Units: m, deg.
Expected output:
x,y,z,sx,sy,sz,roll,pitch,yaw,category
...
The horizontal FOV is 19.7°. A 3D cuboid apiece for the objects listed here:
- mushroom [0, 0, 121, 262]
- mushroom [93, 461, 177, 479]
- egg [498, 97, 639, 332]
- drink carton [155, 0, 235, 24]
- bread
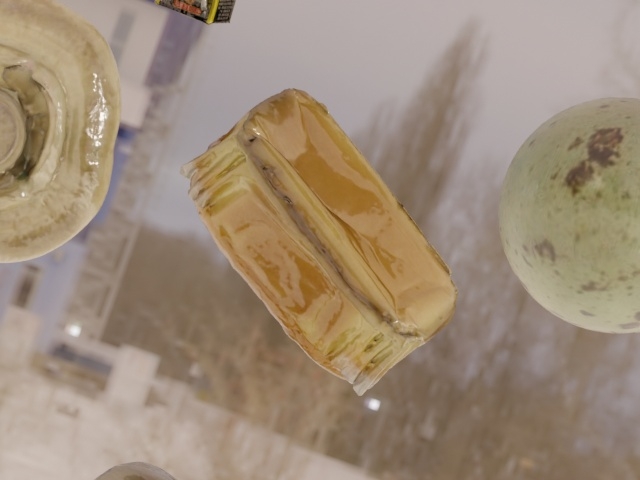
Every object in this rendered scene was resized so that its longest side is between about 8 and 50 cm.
x,y,z,sx,sy,sz,roll,pitch,yaw,category
-0.297,-0.108,1.681,0.260,0.254,0.234,43,-1,-16,mushroom
-0.133,0.256,1.594,0.247,0.096,0.108,20,-44,52,mushroom
0.358,-0.032,2.215,0.287,0.288,0.379,18,-5,9,egg
-0.110,-0.309,1.874,0.071,0.166,0.056,22,17,18,drink carton
0.000,0.000,1.525,0.241,0.107,0.136,52,38,0,bread
